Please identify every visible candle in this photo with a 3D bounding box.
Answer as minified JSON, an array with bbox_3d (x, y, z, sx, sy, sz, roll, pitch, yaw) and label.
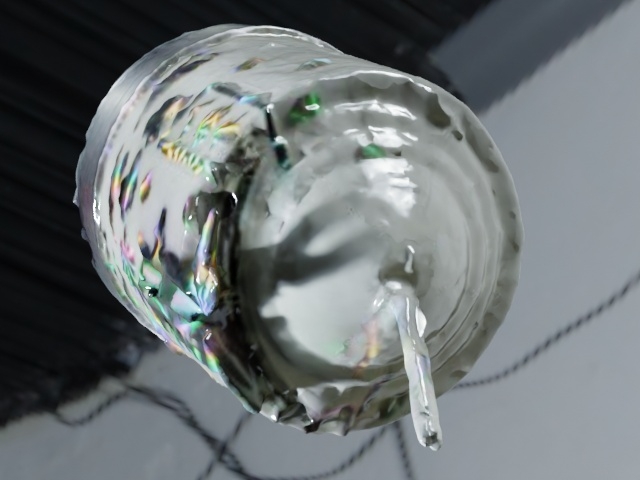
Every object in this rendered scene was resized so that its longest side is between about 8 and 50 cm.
[{"bbox_3d":[0.000,0.000,0.936,0.187,0.187,0.330,-62,26,1],"label":"candle"}]
